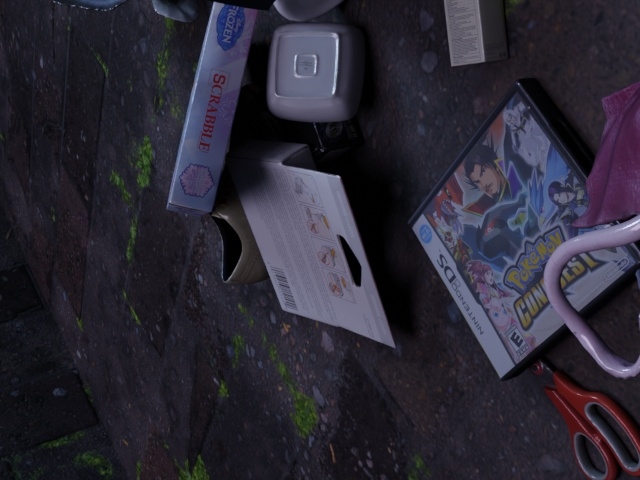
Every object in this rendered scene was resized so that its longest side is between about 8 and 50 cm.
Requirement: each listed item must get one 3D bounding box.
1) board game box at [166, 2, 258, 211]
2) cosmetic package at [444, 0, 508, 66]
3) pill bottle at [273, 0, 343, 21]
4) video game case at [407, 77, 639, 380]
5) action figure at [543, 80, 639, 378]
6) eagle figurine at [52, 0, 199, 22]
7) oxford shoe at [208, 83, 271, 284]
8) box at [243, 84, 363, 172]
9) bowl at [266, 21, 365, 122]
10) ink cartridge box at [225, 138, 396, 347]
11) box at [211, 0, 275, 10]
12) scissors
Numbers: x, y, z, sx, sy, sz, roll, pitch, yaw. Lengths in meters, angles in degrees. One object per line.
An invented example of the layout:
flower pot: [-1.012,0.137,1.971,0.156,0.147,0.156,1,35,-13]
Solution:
board game box: [-0.171,-0.199,1.285,0.318,0.065,0.318,-174,97,-79]
cosmetic package: [0.178,-0.262,0.963,0.060,0.041,0.115,11,112,56]
pill bottle: [-0.055,-0.430,1.169,0.229,0.131,0.131,59,145,24]
video game case: [0.230,-0.004,0.980,0.248,0.035,0.275,62,144,24]
action figure: [0.296,-0.081,0.625,0.248,0.275,0.370,47,170,11]
eagle figurine: [-0.354,-0.506,1.537,0.298,0.226,0.225,-8,60,42]
oxford shoe: [-0.128,-0.088,1.425,0.123,0.130,0.349,13,113,58]
box: [-0.030,-0.178,1.287,0.180,0.077,0.147,-31,76,57]
bowl: [-0.012,-0.239,1.166,0.142,0.053,0.142,4,90,15]
ink cartridge box: [0.000,0.000,1.249,0.261,0.066,0.296,14,132,45]
box: [-0.144,-0.521,0.977,0.293,0.212,0.395,-44,78,25]
scissors: [0.281,0.159,1.005,0.297,0.021,0.109,59,147,26]
